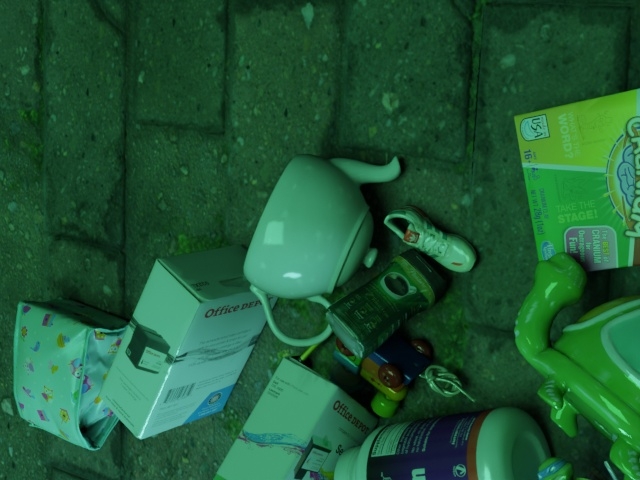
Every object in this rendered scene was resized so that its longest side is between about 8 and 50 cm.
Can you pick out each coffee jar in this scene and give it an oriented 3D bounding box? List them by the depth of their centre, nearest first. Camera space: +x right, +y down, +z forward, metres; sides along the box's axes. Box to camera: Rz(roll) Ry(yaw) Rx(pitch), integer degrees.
[{"bbox_3d":[0.105,0.096,1.832,0.096,0.184,0.079,47,162,24],"label":"coffee jar"}]

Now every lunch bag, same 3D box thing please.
[{"bbox_3d":[-0.494,0.266,2.324,0.223,0.160,0.262,15,100,34],"label":"lunch bag"}]

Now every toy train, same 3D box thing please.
[{"bbox_3d":[0.125,0.234,1.894,0.248,0.105,0.143,36,133,20],"label":"toy train"}]

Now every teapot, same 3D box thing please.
[{"bbox_3d":[0.000,0.000,1.878,0.187,0.252,0.256,25,135,3],"label":"teapot"}]

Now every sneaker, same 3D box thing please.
[{"bbox_3d":[0.166,0.002,1.829,0.161,0.075,0.057,38,118,27],"label":"sneaker"}]

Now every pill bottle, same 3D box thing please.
[{"bbox_3d":[0.182,0.363,1.806,0.323,0.181,0.182,-16,87,38],"label":"pill bottle"}]

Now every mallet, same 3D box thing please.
[{"bbox_3d":[-0.005,0.170,1.994,0.039,0.062,0.190,50,122,19],"label":"mallet"}]

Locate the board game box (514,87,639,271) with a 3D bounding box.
[{"bbox_3d":[0.438,-0.087,1.616,0.316,0.064,0.242,-10,91,38],"label":"board game box"}]

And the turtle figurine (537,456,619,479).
[{"bbox_3d":[0.371,0.435,1.590,0.198,0.274,0.266,-40,86,0],"label":"turtle figurine"}]

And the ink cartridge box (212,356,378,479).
[{"bbox_3d":[-0.046,0.356,1.897,0.117,0.201,0.278,24,78,31],"label":"ink cartridge box"}]

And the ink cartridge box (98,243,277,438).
[{"bbox_3d":[-0.227,0.173,2.062,0.129,0.223,0.307,41,119,26],"label":"ink cartridge box"}]

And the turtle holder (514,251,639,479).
[{"bbox_3d":[0.417,0.178,1.587,0.227,0.243,0.320,-46,41,-2],"label":"turtle holder"}]
